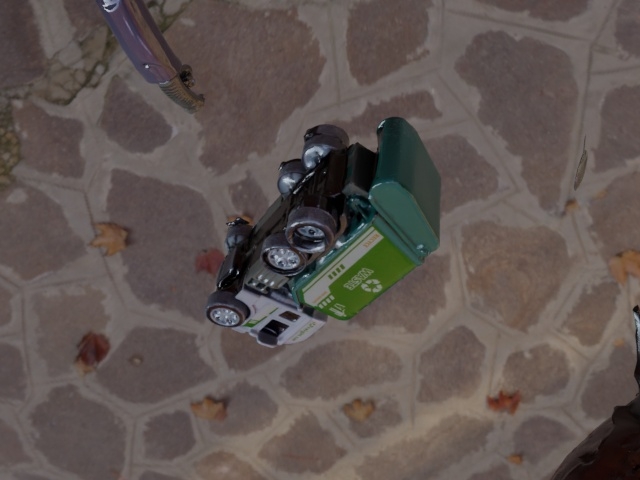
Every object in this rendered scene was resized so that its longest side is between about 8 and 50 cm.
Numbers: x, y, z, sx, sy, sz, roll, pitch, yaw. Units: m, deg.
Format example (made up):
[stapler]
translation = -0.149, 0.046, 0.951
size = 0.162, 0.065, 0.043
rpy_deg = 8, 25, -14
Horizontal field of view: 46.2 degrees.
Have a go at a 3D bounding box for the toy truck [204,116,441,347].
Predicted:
[toy truck]
translation = 0.000, 0.000, 0.650
size = 0.124, 0.114, 0.253
rpy_deg = 27, 136, -18

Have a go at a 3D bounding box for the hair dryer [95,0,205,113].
[hair dryer]
translation = -0.221, -0.304, 0.875
size = 0.121, 0.301, 0.361
rpy_deg = -6, 132, 17

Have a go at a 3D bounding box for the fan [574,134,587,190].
[fan]
translation = 0.367, -0.110, 1.047
size = 0.003, 0.060, 0.080
rpy_deg = 16, 108, 26

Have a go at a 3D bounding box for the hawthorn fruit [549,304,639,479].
[hawthorn fruit]
translation = 0.164, 0.144, 0.322
size = 0.181, 0.181, 0.235
rpy_deg = -9, 97, 9
